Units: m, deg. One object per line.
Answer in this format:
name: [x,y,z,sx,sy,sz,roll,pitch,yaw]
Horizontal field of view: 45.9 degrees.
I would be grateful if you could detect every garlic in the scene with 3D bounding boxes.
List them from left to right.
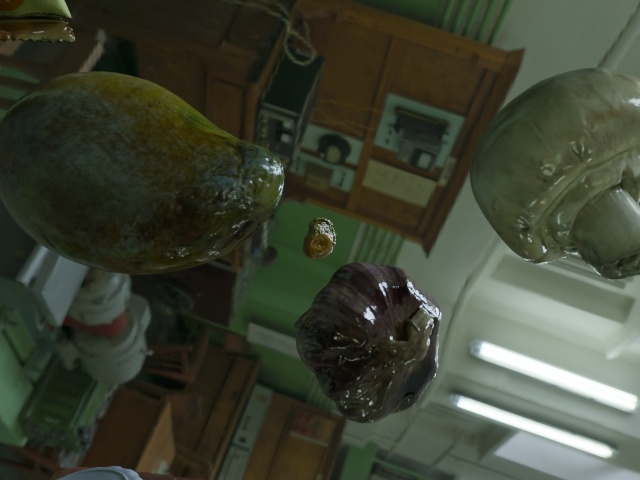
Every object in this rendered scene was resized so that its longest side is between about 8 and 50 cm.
garlic: [0.087,0.155,1.129,0.160,0.245,0.244,9,-101,61]

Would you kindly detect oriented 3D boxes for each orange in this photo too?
orange: [0.000,0.000,1.519,0.086,0.062,0.086,19,90,-85]

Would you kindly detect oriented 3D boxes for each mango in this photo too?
mango: [-0.184,-0.063,0.741,0.146,0.316,0.192,21,83,-71]

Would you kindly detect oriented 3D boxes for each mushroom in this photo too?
mushroom: [0.307,-0.063,0.872,0.260,0.234,0.254,-17,145,-30]

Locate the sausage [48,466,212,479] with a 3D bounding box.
sausage: [-0.192,0.389,1.097,0.088,0.433,0.087,-41,-141,45]

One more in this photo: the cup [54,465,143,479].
cup: [-0.186,0.326,0.717,0.167,0.221,0.201,9,-63,60]

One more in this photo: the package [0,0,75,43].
package: [-0.178,-0.142,0.348,0.120,0.108,0.031,95,-15,-48]
